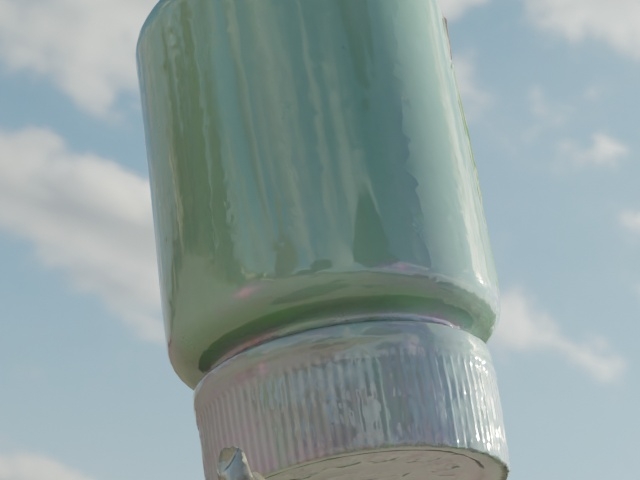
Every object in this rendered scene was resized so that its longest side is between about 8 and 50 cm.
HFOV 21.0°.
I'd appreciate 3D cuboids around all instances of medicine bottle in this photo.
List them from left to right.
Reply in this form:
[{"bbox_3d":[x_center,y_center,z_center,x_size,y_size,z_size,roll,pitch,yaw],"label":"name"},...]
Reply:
[{"bbox_3d":[0.000,0.000,0.723,0.139,0.225,0.139,-7,-25,-3],"label":"medicine bottle"}]

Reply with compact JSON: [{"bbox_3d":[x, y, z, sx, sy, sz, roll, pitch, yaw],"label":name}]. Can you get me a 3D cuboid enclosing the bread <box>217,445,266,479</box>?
[{"bbox_3d":[-0.032,0.182,0.437,0.136,0.241,0.107,30,4,-27],"label":"bread"}]
